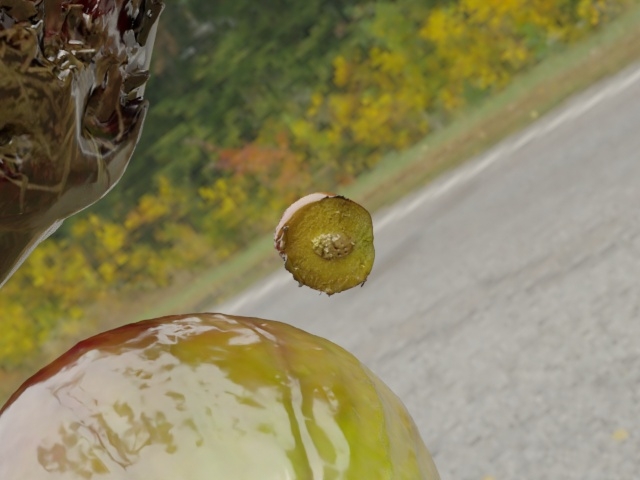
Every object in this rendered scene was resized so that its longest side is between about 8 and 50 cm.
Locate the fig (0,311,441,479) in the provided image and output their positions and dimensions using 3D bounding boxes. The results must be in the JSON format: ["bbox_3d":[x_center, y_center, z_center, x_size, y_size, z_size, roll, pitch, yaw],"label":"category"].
[{"bbox_3d":[-0.006,0.114,0.467,0.230,0.143,0.160,25,78,36],"label":"fig"}]

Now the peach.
[{"bbox_3d":[0.001,0.000,1.433,0.098,0.098,0.061,-38,20,-2],"label":"peach"}]

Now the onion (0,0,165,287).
[{"bbox_3d":[-0.220,-0.108,0.836,0.314,0.232,0.314,-40,-35,-37],"label":"onion"}]
